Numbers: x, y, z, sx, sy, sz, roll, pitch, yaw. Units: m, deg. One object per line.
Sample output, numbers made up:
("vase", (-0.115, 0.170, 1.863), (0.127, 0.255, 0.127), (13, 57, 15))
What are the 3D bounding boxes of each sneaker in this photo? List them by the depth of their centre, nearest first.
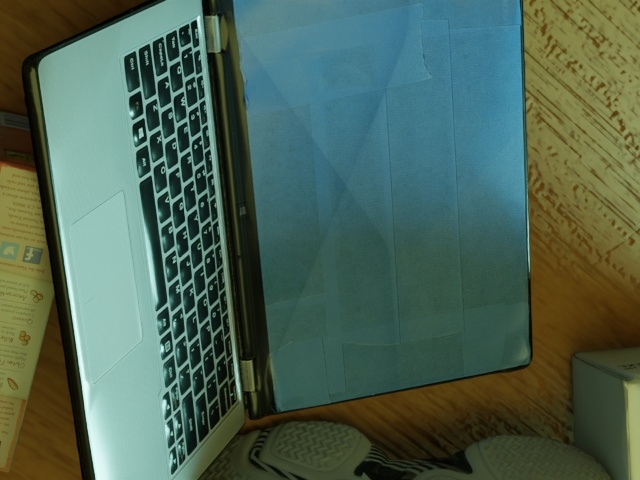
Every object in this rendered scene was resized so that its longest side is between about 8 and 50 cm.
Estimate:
("sneaker", (0.062, 0.279, 1.233), (0.366, 0.137, 0.210), (2, 118, -3))

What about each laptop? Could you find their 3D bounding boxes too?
("laptop", (0.000, 0.000, 1.079), (0.236, 0.408, 0.382), (2, 111, 20))

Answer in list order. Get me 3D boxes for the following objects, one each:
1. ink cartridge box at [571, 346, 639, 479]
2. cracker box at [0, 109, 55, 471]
("ink cartridge box", (0.354, 0.248, 1.277), (0.223, 0.129, 0.307), (-5, 97, -13))
("cracker box", (-0.240, 0.033, 1.061), (0.067, 0.156, 0.232), (11, 105, -18))
